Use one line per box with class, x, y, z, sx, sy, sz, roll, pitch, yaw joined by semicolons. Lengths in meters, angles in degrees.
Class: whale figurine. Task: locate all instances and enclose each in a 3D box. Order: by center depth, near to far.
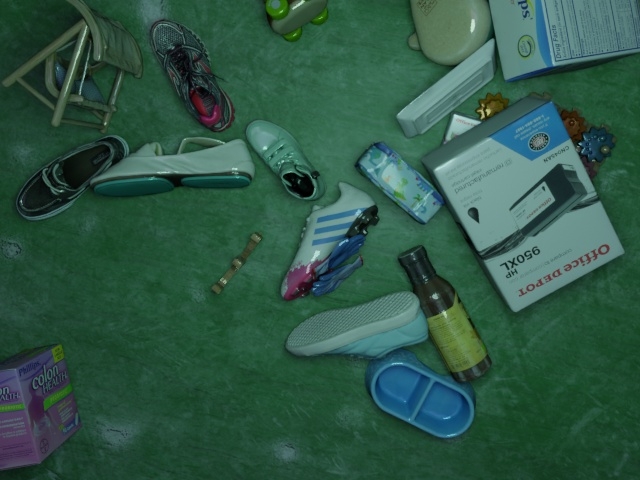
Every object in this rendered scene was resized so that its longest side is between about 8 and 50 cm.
whale figurine;0.289;-0.529;1.383;0.272;0.141;0.216;56;129;18

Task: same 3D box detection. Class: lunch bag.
lunch bag;0.182;-0.136;1.406;0.219;0.176;0.090;41;93;-3

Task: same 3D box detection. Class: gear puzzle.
gear puzzle;0.531;-0.260;1.427;0.339;0.044;0.175;29;98;1

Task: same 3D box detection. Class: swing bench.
swing bench;-0.546;-0.403;1.391;0.165;0.253;0.254;39;99;-1

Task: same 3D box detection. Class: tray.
tray;0.303;-0.339;1.387;0.270;0.145;0.030;-38;70;8

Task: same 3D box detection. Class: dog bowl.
dog bowl;0.254;0.391;1.510;0.298;0.074;0.165;26;98;2

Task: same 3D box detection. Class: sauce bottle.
sauce bottle;0.299;0.176;1.462;0.112;0.111;0.344;-27;95;7

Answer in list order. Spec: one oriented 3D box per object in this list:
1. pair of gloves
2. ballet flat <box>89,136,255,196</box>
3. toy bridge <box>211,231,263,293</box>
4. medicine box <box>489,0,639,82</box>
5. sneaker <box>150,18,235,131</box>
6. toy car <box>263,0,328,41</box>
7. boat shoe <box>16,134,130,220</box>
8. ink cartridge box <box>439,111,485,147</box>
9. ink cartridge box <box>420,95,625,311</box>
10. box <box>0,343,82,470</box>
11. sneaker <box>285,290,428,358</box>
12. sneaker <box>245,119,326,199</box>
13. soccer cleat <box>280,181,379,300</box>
pair of gloves;0.042;0.059;1.431;0.159;0.198;0.023;-35;63;-16
ballet flat;-0.362;-0.186;1.478;0.401;0.139;0.139;-4;96;1
toy bridge;-0.205;0.052;1.512;0.026;0.063;0.188;38;99;-1
medicine box;0.527;-0.504;1.289;0.290;0.149;0.263;-15;96;-23
sneaker;-0.309;-0.405;1.444;0.121;0.112;0.299;-34;92;7
toy car;-0.086;-0.591;1.394;0.149;0.155;0.188;-31;81;7
boat shoe;-0.639;-0.163;1.493;0.335;0.119;0.121;-35;93;7
ink cartridge box;0.339;-0.237;1.430;0.089;0.052;0.122;17;109;3
ink cartridge box;0.456;-0.081;1.358;0.286;0.166;0.394;-31;105;9
box;-0.737;0.415;1.521;0.118;0.213;0.242;-12;95;6
sneaker;0.091;0.247;1.465;0.366;0.135;0.150;-17;116;26
sneaker;-0.088;-0.198;1.430;0.256;0.151;0.094;45;99;0
soccer cleat;0.000;0.000;1.480;0.331;0.116;0.143;-47;69;10
